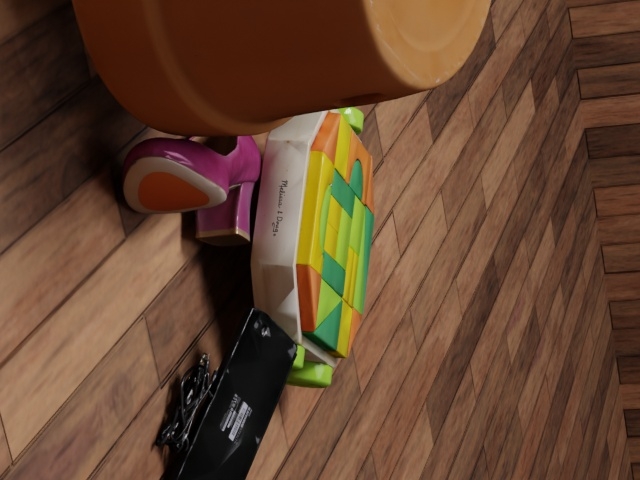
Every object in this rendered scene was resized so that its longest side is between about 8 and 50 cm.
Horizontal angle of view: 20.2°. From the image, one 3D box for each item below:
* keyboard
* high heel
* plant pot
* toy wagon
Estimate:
[{"bbox_3d":[-0.086,0.138,1.441,0.100,0.038,0.192,50,50,-37],"label":"keyboard"},{"bbox_3d":[-0.098,-0.075,1.405,0.244,0.082,0.117,32,54,-68],"label":"high heel"},{"bbox_3d":[-0.009,-0.209,1.249,0.291,0.203,0.291,-17,111,-55],"label":"plant pot"},{"bbox_3d":[0.000,0.000,1.656,0.344,0.068,0.267,44,52,-73],"label":"toy wagon"}]
